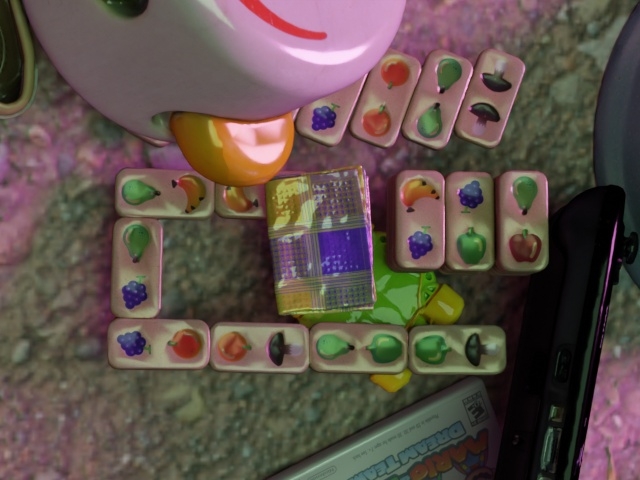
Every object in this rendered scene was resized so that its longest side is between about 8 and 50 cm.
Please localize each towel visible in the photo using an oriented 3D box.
[{"bbox_3d":[0.000,0.000,1.135,0.060,0.009,0.083,-4,82,-1],"label":"towel"}]

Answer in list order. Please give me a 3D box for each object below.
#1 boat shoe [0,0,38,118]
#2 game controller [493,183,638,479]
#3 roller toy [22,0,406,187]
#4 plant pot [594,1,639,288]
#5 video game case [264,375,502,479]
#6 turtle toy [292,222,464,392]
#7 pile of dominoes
[{"bbox_3d":[-0.218,-0.199,1.056,0.104,0.089,0.285,-30,107,-15],"label":"boat shoe"},{"bbox_3d":[0.144,0.126,1.199,0.067,0.166,0.319,10,86,0],"label":"game controller"},{"bbox_3d":[-0.060,-0.153,1.075,0.209,0.146,0.191,44,51,-25],"label":"roller toy"},{"bbox_3d":[0.346,-0.058,1.246,0.293,0.196,0.293,-3,98,-21],"label":"plant pot"},{"bbox_3d":[0.056,0.182,1.259,0.157,0.019,0.143,-25,106,-17],"label":"video game case"},{"bbox_3d":[0.037,0.027,1.203,0.095,0.066,0.130,40,79,-1],"label":"turtle toy"},{"bbox_3d":[0.005,-0.021,1.150,0.251,0.040,0.196,1,83,-8],"label":"pile of dominoes"}]
